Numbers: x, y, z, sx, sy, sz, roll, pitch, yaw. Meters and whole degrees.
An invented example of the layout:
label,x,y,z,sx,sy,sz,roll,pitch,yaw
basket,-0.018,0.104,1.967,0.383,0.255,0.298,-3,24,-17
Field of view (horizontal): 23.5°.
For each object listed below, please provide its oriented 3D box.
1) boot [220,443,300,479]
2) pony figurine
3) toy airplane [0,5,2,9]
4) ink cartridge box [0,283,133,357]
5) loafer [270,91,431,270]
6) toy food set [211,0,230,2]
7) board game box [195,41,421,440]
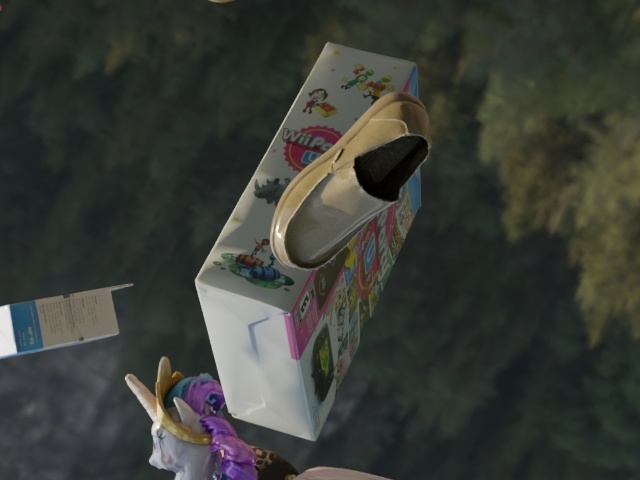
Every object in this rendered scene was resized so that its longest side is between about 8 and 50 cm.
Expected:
label,x,y,z,sx,sy,sz,roll,pitch,yaw
boot,-0.100,0.445,2.168,0.377,0.284,0.138,21,134,31
pony figurine,-0.091,0.337,1.614,0.351,0.363,0.303,22,-161,24
toy airplane,-0.433,-0.296,1.777,0.151,0.151,0.028,25,-170,7
ink cartridge box,-0.316,0.098,1.846,0.180,0.060,0.104,-9,176,-41
loafer,0.021,-0.036,1.045,0.056,0.148,0.050,32,-167,-26
toy food set,-0.035,-0.209,1.206,0.132,0.039,0.192,0,-172,30
board game box,0.000,0.000,1.458,0.097,0.303,0.224,15,146,16
